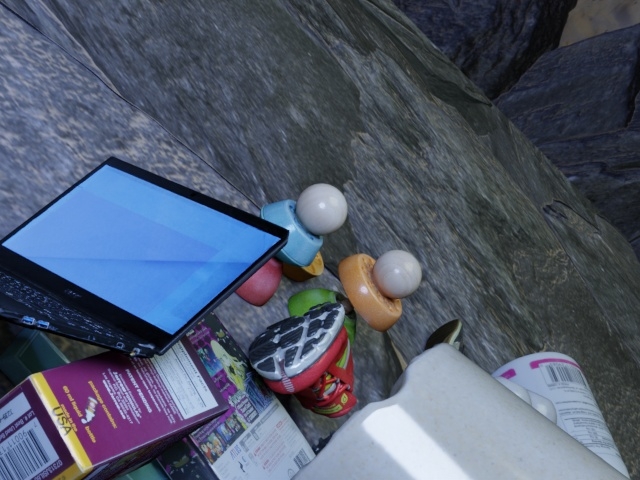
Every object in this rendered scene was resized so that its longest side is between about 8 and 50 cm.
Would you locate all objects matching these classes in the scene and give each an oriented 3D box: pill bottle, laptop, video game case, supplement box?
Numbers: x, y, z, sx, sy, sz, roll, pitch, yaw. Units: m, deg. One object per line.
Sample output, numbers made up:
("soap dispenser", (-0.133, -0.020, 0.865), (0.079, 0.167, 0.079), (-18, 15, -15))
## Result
("pill bottle", (0.338, 0.312, 1.774), (0.160, 0.160, 0.283), (36, 27, -41))
("laptop", (-0.202, -0.013, 0.973), (0.234, 0.136, 0.264), (22, -2, 37))
("video game case", (-0.097, 0.168, 1.180), (0.210, 0.042, 0.232), (55, 15, 0))
("supplement box", (-0.171, 0.139, 0.960), (0.080, 0.104, 0.188), (59, 27, 9))

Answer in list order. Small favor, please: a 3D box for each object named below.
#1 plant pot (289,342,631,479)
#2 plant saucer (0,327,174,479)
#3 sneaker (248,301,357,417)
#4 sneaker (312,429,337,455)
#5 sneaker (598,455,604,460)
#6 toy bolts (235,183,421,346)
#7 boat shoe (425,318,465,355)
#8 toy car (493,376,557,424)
("plant pot", (0.135, 0.264, 1.059), (0.305, 0.334, 0.334), (45, 18, 11))
("plant saucer", (-0.190, 0.153, 1.056), (0.192, 0.018, 0.067), (49, 20, -11))
("sneaker", (0.001, 0.134, 1.340), (0.279, 0.107, 0.118), (-26, 91, -84))
("sneaker", (0.035, 0.285, 1.275), (0.237, 0.085, 0.086), (-103, 177, -54))
("sneaker", (0.263, 0.376, 1.445), (0.122, 0.146, 0.330), (38, 44, -21))
("toy bolts", (0.000, 0.000, 1.523), (0.228, 0.158, 0.218), (32, 29, -46))
("boat shoe", (0.183, 0.166, 1.831), (0.049, 0.056, 0.152), (55, 29, -12))
("toy car", (0.210, 0.252, 1.648), (0.136, 0.159, 0.182), (25, -2, 40))
